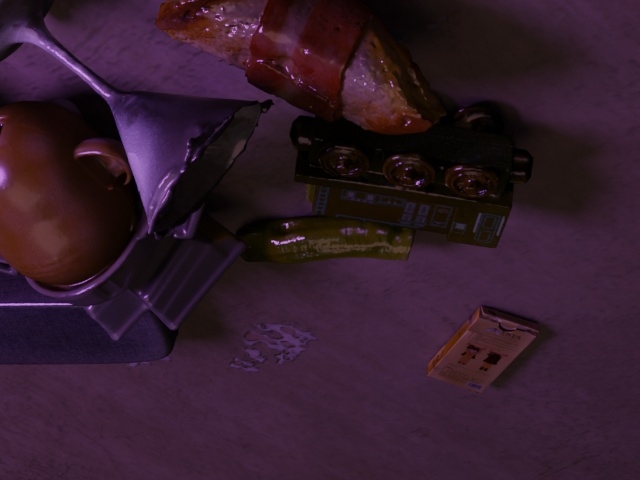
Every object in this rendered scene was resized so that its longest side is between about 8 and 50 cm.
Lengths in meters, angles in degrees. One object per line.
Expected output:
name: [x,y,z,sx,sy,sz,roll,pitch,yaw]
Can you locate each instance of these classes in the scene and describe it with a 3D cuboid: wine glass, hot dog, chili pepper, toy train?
wine glass: [-0.181,-0.128,1.320,0.232,0.156,0.156,39,142,6]
hot dog: [-0.007,-0.171,1.324,0.261,0.093,0.123,27,151,0]
chili pepper: [0.000,0.000,1.593,0.201,0.050,0.052,-2,106,17]
toy train: [0.080,-0.067,1.447,0.225,0.090,0.137,10,147,-1]

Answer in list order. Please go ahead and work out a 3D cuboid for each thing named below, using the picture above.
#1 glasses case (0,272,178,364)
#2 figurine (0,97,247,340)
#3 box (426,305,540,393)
glasses case: [-0.322,0.080,1.739,0.323,0.074,0.131,-1,141,14]
figurine: [-0.235,-0.026,1.503,0.342,0.167,0.285,-31,140,15]
box: [0.181,0.123,1.740,0.073,0.020,0.149,20,143,-13]
